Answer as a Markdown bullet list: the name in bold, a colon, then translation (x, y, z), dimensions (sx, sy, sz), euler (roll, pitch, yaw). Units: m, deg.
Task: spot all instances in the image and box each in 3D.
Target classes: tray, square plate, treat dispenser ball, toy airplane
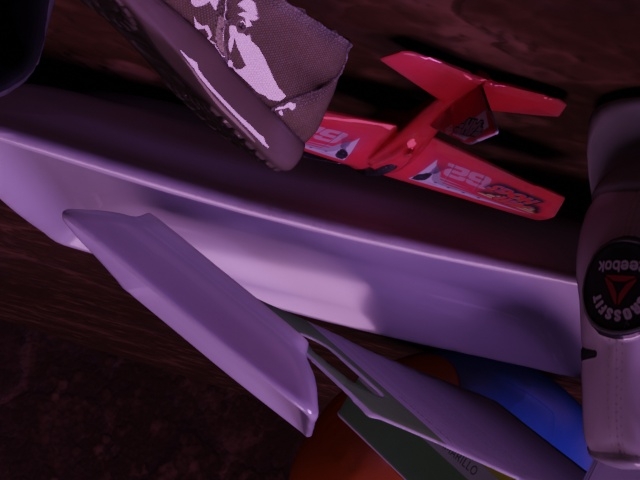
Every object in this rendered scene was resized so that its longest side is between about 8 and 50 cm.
- **tray**: translation (-0.052, 0.043, 0.780), dimensions (0.145, 0.030, 0.270), euler (40, 173, 5)
- **square plate**: translation (0.000, 0.000, 0.800), dimensions (0.347, 0.049, 0.344), euler (15, 172, 2)
- **treat dispenser ball**: translation (0.112, 0.234, 1.267), dimensions (0.288, 0.288, 0.288), euler (14, 171, 2)
- **toy airplane**: translation (0.034, -0.042, 0.569), dimensions (0.151, 0.028, 0.151), euler (13, 171, 2)

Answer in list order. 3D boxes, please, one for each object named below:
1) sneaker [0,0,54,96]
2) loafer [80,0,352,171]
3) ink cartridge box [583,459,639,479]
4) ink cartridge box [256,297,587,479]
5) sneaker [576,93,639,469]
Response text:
- **sneaker**: translation (-0.113, -0.070, 0.364), dimensions (0.106, 0.078, 0.234), euler (52, 161, -5)
- **loafer**: translation (-0.041, -0.078, 0.419), dimensions (0.056, 0.050, 0.148), euler (31, 169, 43)
- **ink cartridge box**: translation (0.336, 0.163, 0.856), dimensions (0.307, 0.129, 0.223), euler (23, -177, -41)
- **ink cartridge box**: translation (0.061, 0.118, 0.887), dimensions (0.235, 0.056, 0.171), euler (23, -172, -35)
- **sneaker**: translation (0.207, 0.065, 0.595), dimensions (0.330, 0.146, 0.122), euler (20, 168, -36)
